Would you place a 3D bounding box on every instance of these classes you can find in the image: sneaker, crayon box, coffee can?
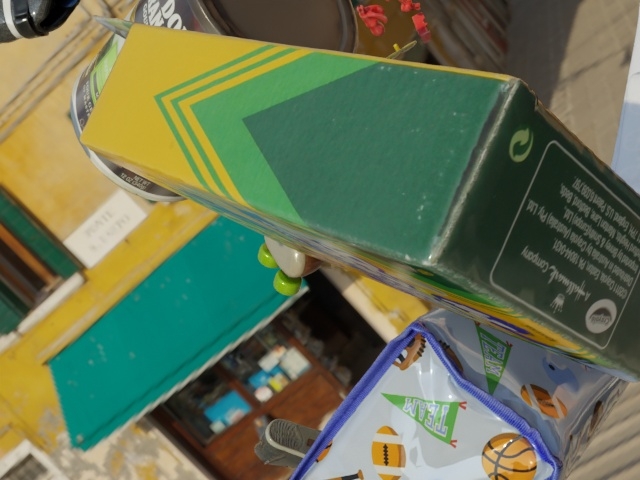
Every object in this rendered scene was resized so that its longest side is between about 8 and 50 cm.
[{"bbox_3d":[-0.026,0.455,1.862,0.118,0.222,0.083,-56,8,52],"label":"sneaker"},{"bbox_3d":[-0.355,-0.348,1.124,0.079,0.121,0.216,52,-138,-66],"label":"sneaker"},{"bbox_3d":[0.012,-0.032,0.494,0.323,0.203,0.083,22,86,45],"label":"crayon box"},{"bbox_3d":[-0.121,-0.187,0.945,0.275,0.201,0.201,-33,13,46],"label":"coffee can"}]

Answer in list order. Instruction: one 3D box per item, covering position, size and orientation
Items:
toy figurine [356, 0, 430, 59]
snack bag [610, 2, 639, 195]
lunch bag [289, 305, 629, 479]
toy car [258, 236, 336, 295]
[{"bbox_3d":[0.012,-0.202,1.302,0.363,0.217,0.191,-23,-28,10],"label":"toy figurine"},{"bbox_3d":[0.495,-0.197,0.967,0.323,0.037,0.342,-2,59,38],"label":"snack bag"},{"bbox_3d":[0.135,0.243,0.979,0.328,0.239,0.385,-17,-31,-56],"label":"lunch bag"},{"bbox_3d":[0.000,0.000,1.647,0.188,0.149,0.155,-5,-47,-30],"label":"toy car"}]
